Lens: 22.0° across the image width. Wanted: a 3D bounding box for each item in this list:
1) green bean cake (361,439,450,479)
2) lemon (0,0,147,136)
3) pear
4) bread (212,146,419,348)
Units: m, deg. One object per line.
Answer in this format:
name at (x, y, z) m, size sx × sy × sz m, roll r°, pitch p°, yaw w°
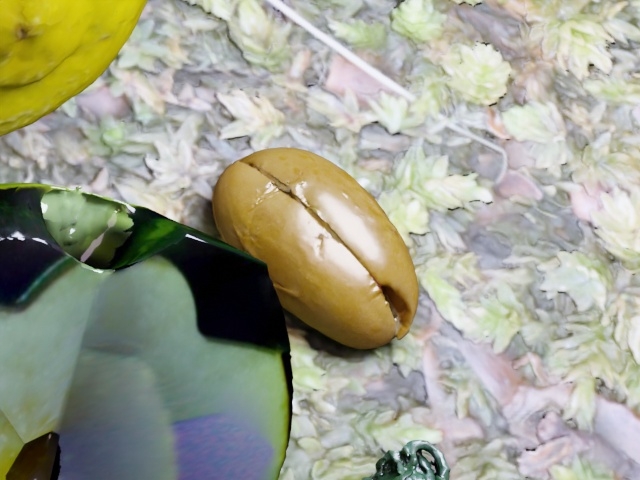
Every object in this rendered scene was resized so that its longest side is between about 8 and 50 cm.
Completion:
green bean cake at (0.015, 0.252, 1.110) m, size 0.208 × 0.107 × 0.193 m, roll -13°, pitch 70°, yaw -19°
lemon at (-0.277, -0.234, 1.142) m, size 0.348 × 0.348 × 0.348 m, roll 6°, pitch 63°, yaw -12°
pear at (-0.222, 0.124, 1.010) m, size 0.399 × 0.399 × 0.165 m, roll -33°, pitch 43°, yaw -27°
bread at (0.000, 0.000, 1.249) m, size 0.189 × 0.077 × 0.114 m, roll 43°, pitch 57°, yaw 11°
